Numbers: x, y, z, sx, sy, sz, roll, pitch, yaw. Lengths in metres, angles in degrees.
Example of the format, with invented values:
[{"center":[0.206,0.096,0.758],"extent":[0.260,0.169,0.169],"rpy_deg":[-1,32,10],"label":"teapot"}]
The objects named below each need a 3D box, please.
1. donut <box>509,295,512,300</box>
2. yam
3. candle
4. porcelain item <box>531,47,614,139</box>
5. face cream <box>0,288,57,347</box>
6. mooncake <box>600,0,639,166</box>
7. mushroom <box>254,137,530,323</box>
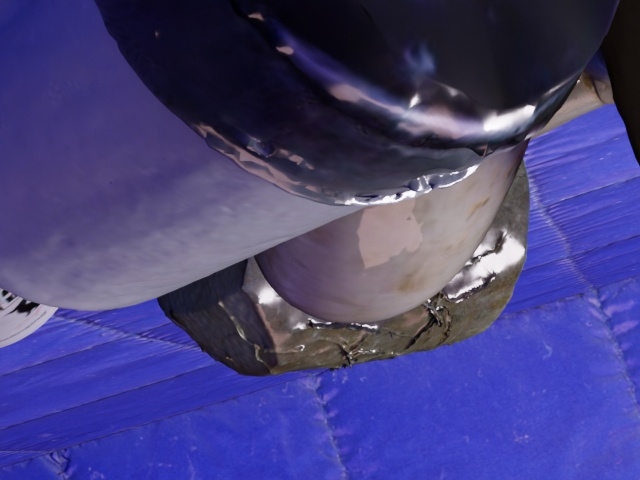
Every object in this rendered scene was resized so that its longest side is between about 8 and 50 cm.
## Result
[{"center":[0.089,0.038,1.892],"extent":[0.261,0.128,0.208],"rpy_deg":[-9,168,-39],"label":"donut"},{"center":[0.015,0.009,1.480],"extent":[0.271,0.201,0.202],"rpy_deg":[-2,164,-29],"label":"yam"},{"center":[-0.057,-0.095,0.718],"extent":[0.221,0.221,0.342],"rpy_deg":[-6,170,-43],"label":"candle"},{"center":[0.225,-0.129,1.400],"extent":[0.213,0.054,0.084],"rpy_deg":[-21,171,29],"label":"porcelain item"},{"center":[-0.227,-0.027,1.000],"extent":[0.145,0.145,0.370],"rpy_deg":[-15,171,-3],"label":"face cream"},{"center":[0.331,-0.155,0.873],"extent":[0.394,0.246,0.393],"rpy_deg":[-7,158,-40],"label":"mooncake"},{"center":[0.003,-0.086,0.936],"extent":[0.243,0.243,0.243],"rpy_deg":[-15,170,-3],"label":"mushroom"}]
